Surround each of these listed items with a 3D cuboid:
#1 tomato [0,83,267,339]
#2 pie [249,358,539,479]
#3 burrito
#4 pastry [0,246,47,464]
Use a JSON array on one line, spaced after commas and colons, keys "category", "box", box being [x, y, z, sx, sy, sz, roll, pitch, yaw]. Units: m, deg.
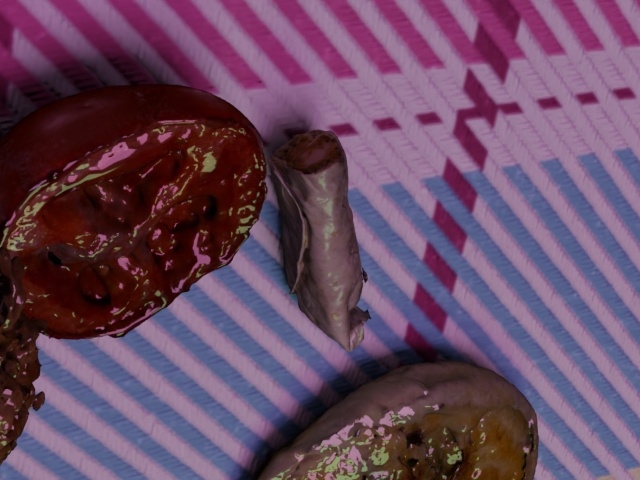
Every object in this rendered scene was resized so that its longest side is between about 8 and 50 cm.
[{"category": "tomato", "box": [-0.156, -0.032, 1.409, 0.228, 0.101, 0.228, -24, 143, -20]}, {"category": "pie", "box": [0.070, 0.247, 1.794, 0.339, 0.077, 0.339, -19, 130, -24]}, {"category": "burrito", "box": [0.000, 0.000, 1.560, 0.060, 0.087, 0.226, -21, 136, -11]}, {"category": "pastry", "box": [-0.293, 0.047, 1.282, 0.193, 0.275, 0.275, -39, 153, -64]}]
